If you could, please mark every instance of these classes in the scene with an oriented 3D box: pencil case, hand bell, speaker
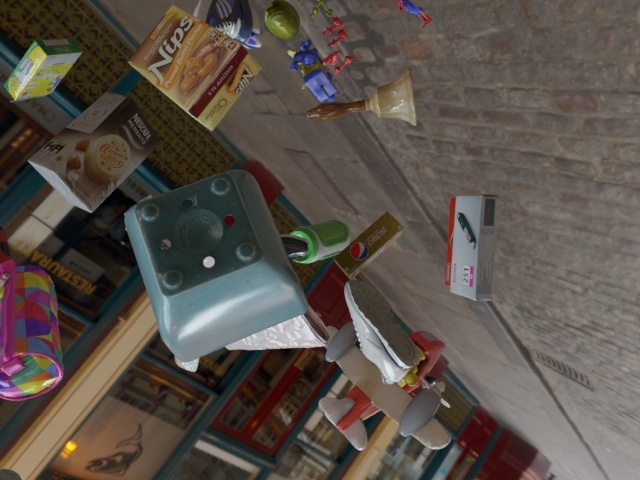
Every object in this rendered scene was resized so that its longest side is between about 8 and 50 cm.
[{"bbox_3d":[-0.470,0.135,0.744,0.236,0.104,0.104,48,179,42],"label":"pencil case"},{"bbox_3d":[0.088,-0.302,1.061,0.241,0.126,0.126,-8,156,11],"label":"hand bell"},{"bbox_3d":[0.000,0.000,1.640,0.131,0.131,0.296,34,-158,19],"label":"speaker"}]

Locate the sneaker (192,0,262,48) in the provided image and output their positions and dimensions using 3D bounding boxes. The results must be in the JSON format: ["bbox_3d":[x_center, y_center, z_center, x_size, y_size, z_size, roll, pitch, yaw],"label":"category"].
[{"bbox_3d":[-0.292,-0.687,1.526,0.236,0.323,0.130,24,139,-27],"label":"sneaker"}]

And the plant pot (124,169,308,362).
[{"bbox_3d":[-0.173,0.026,0.750,0.252,0.247,0.248,97,151,-72],"label":"plant pot"}]

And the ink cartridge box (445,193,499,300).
[{"bbox_3d":[0.396,0.010,1.312,0.060,0.275,0.239,2,-176,-16],"label":"ink cartridge box"}]

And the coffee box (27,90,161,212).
[{"bbox_3d":[-0.511,-0.207,1.086,0.098,0.247,0.141,20,152,27],"label":"coffee box"}]

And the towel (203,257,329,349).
[{"bbox_3d":[-0.179,0.133,1.088,0.331,0.053,0.317,-12,119,39],"label":"towel"}]

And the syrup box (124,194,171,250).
[{"bbox_3d":[-0.410,-0.001,1.268,0.237,0.096,0.093,41,147,4],"label":"syrup box"}]

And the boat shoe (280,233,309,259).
[{"bbox_3d":[-0.152,0.040,1.190,0.095,0.254,0.079,101,163,-47],"label":"boat shoe"}]

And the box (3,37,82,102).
[{"bbox_3d":[-0.624,-0.376,1.051,0.043,0.179,0.105,52,-151,-9],"label":"box"}]

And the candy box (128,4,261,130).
[{"bbox_3d":[-0.298,-0.405,1.085,0.316,0.183,0.087,41,-178,33],"label":"candy box"}]

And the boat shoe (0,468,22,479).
[{"bbox_3d":[-0.714,0.602,0.912,0.114,0.302,0.091,38,131,2],"label":"boat shoe"}]

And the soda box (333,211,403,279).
[{"bbox_3d":[0.121,0.013,1.171,0.061,0.181,0.058,47,175,18],"label":"soda box"}]

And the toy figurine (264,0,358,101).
[{"bbox_3d":[-0.001,-0.530,1.394,0.362,0.191,0.217,36,-143,-60],"label":"toy figurine"}]

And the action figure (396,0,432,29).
[{"bbox_3d":[0.153,-0.433,0.856,0.115,0.030,0.038,43,-165,-9],"label":"action figure"}]

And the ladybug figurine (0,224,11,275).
[{"bbox_3d":[-1.107,0.100,1.548,0.305,0.161,0.450,-26,79,57],"label":"ladybug figurine"}]

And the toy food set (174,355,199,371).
[{"bbox_3d":[-0.369,0.193,1.385,0.092,0.220,0.306,6,-142,-19],"label":"toy food set"}]

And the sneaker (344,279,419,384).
[{"bbox_3d":[0.107,0.187,0.993,0.090,0.095,0.235,-3,-131,-36],"label":"sneaker"}]

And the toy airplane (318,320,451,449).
[{"bbox_3d":[0.166,0.386,1.332,0.385,0.384,0.273,2,126,10],"label":"toy airplane"}]
